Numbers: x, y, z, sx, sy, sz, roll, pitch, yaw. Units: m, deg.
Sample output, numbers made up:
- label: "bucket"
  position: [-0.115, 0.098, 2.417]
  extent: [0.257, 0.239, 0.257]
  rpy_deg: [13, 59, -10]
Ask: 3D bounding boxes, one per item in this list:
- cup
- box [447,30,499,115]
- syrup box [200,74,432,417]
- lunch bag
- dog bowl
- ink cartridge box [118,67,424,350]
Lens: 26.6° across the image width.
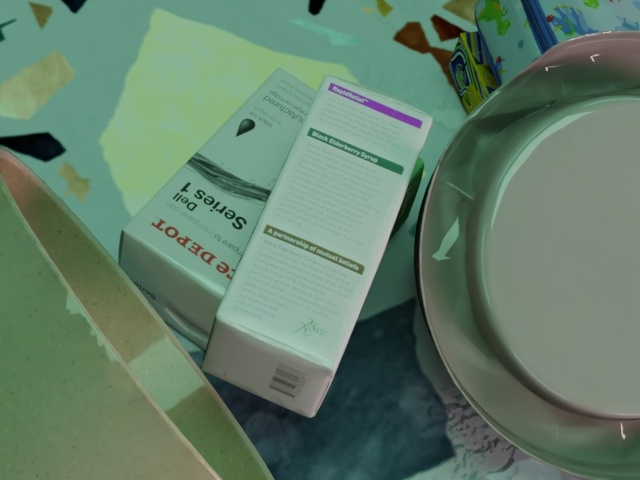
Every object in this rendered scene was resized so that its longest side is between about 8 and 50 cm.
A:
- label: "cup"
  position: [-0.206, 0.139, 0.908]
  extent: [0.237, 0.331, 0.331]
  rpy_deg: [-38, 69, -2]
- label: "box"
  position: [0.176, -0.115, 1.253]
  extent: [0.059, 0.054, 0.169]
  rpy_deg: [-10, 60, -16]
- label: "syrup box"
  position: [0.000, 0.000, 1.018]
  extent: [0.096, 0.093, 0.237]
  rpy_deg: [23, 59, 1]
- label: "lunch bag"
  position: [0.258, -0.162, 1.237]
  extent: [0.219, 0.090, 0.176]
  rpy_deg: [6, 56, -34]
- label: "dog bowl"
  position: [0.233, 0.013, 1.076]
  extent: [0.349, 0.102, 0.349]
  rpy_deg: [0, 89, -12]
- label: "ink cartridge box"
  position: [-0.041, -0.014, 1.129]
  extent: [0.160, 0.092, 0.219]
  rpy_deg: [33, 59, 11]
